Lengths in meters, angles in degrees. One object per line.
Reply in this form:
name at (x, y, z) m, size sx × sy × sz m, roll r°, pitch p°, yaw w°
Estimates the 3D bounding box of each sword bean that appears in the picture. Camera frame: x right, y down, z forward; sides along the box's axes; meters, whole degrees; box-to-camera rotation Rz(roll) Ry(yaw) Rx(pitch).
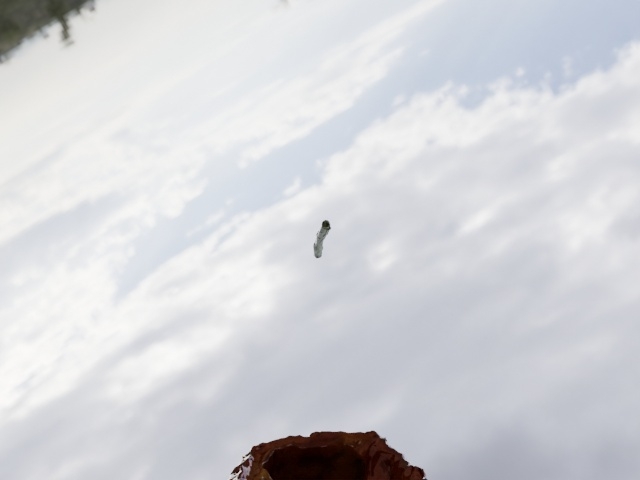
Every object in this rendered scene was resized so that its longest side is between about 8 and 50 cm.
sword bean at (0.000, 0.000, 1.055) m, size 0.012 × 0.012 × 0.083 m, roll -36°, pitch 167°, yaw -17°

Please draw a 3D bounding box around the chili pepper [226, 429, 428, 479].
chili pepper at (0.005, 0.288, 0.638) m, size 0.131 × 0.338 × 0.134 m, roll -8°, pitch -167°, yaw -16°
